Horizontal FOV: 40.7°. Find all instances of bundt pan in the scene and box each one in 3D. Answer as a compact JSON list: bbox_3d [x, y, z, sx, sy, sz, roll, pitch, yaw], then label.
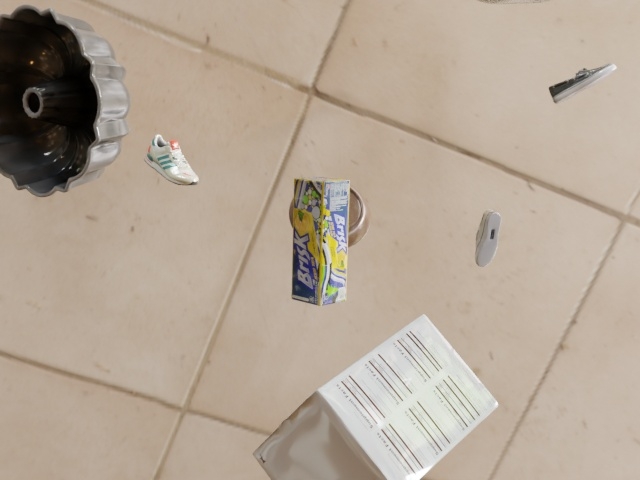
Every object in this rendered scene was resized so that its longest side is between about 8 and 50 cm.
[{"bbox_3d":[-0.461,-0.247,1.527,0.331,0.124,0.330,8,104,32],"label":"bundt pan"}]

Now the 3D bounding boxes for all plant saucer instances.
[{"bbox_3d":[0.021,-0.058,1.742,0.169,0.168,0.029,0,151,-7],"label":"plant saucer"}]

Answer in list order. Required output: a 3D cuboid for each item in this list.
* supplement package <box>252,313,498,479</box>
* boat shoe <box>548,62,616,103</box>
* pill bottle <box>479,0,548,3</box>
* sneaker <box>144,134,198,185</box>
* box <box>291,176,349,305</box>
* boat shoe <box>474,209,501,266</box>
[{"bbox_3d":[0.066,0.231,1.051,0.149,0.203,0.194,51,137,12],"label":"supplement package"},{"bbox_3d":[0.541,-0.333,1.783,0.142,0.049,0.040,-29,82,9],"label":"boat shoe"},{"bbox_3d":[0.185,-0.278,0.838,0.094,0.169,0.094,11,110,34],"label":"pill bottle"},{"bbox_3d":[-0.333,-0.183,1.946,0.057,0.161,0.075,-10,127,-51],"label":"sneaker"},{"bbox_3d":[0.000,0.000,1.166,0.054,0.059,0.168,-7,102,-45],"label":"box"},{"bbox_3d":[0.282,-0.005,1.476,0.035,0.035,0.100,2,108,-19],"label":"boat shoe"}]
